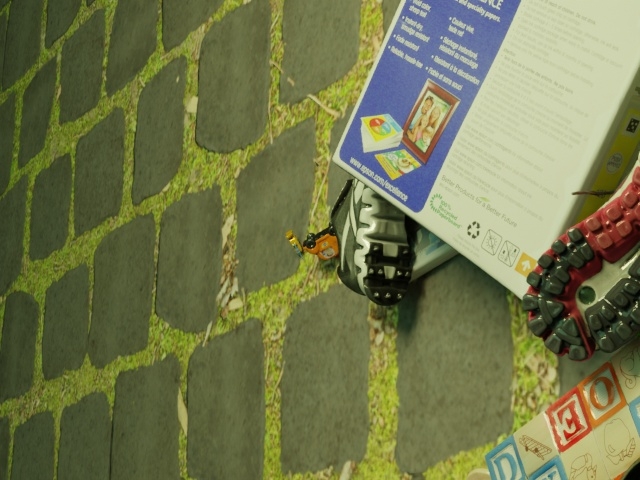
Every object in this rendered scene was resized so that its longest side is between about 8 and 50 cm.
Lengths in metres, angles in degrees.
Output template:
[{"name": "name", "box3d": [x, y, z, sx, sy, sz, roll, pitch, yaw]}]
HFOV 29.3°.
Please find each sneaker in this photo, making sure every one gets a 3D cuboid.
[{"name": "sneaker", "box3d": [0.056, -0.049, 1.340, 0.106, 0.078, 0.234, 5, 88, 57]}, {"name": "sneaker", "box3d": [0.280, -0.032, 0.955, 0.299, 0.112, 0.121, -43, 75, 16]}]

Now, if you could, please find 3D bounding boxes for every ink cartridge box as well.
[{"name": "ink cartridge box", "box3d": [0.169, -0.144, 1.116, 0.303, 0.072, 0.307, 40, 111, 46]}]

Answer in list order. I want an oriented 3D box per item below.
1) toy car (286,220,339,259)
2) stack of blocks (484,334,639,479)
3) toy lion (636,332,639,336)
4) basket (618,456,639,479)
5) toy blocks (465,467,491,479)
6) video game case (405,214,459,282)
[{"name": "toy car", "box3d": [0.000, 0.000, 1.519, 0.041, 0.060, 0.122, 58, 171, -12]}, {"name": "stack of blocks", "box3d": [0.269, 0.179, 0.955, 0.297, 0.087, 0.171, -48, 43, 41]}, {"name": "toy lion", "box3d": [0.262, 0.036, 1.069, 0.096, 0.034, 0.100, 157, 118, -62]}, {"name": "basket", "box3d": [0.300, 0.236, 0.752, 0.154, 0.226, 0.204, -24, 60, 54]}, {"name": "toy blocks", "box3d": [0.165, 0.263, 1.092, 0.123, 0.148, 0.054, 36, 137, 21]}, {"name": "video game case", "box3d": [0.135, -0.073, 1.314, 0.201, 0.023, 0.184, -35, 52, 49]}]
